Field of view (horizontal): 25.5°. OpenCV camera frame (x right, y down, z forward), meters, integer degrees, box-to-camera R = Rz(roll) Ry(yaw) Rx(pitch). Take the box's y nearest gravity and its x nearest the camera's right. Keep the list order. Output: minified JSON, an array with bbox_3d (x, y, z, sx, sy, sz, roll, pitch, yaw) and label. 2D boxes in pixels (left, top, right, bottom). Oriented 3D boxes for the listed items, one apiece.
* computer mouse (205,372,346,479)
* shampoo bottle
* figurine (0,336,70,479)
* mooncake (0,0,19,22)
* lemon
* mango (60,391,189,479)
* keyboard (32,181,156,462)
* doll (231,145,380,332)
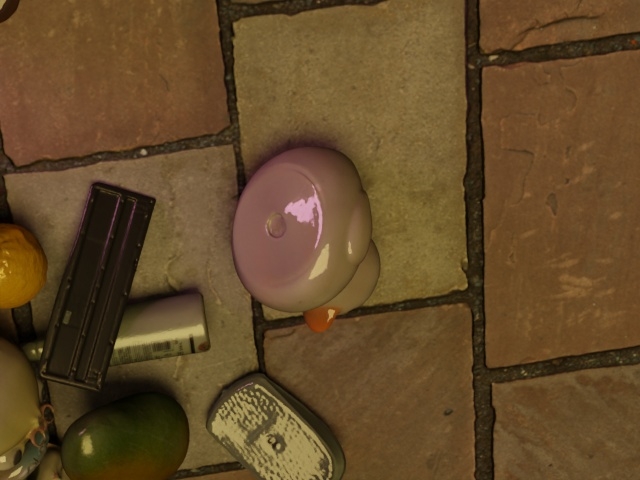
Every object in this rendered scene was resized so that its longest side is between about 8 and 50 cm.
[{"bbox_3d":[-0.063,0.297,2.108,0.128,0.079,0.231,-41,101,8],"label":"computer mouse"},{"bbox_3d":[-0.288,0.134,1.972,0.262,0.085,0.085,-9,118,-6],"label":"shampoo bottle"},{"bbox_3d":[-0.461,0.292,1.988,0.274,0.227,0.394,-4,141,31],"label":"figurine"},{"bbox_3d":[-0.471,-0.385,1.614,0.323,0.187,0.324,-5,116,-10],"label":"mooncake"},{"bbox_3d":[-0.421,0.032,1.864,0.114,0.155,0.114,-2,75,6],"label":"lemon"},{"bbox_3d":[-0.274,0.291,1.985,0.114,0.251,0.156,43,106,17],"label":"mango"},{"bbox_3d":[-0.313,0.116,1.900,0.103,0.041,0.381,17,80,-20],"label":"keyboard"},{"bbox_3d":[0.000,0.000,1.918,0.221,0.221,0.251,5,88,-13],"label":"doll"}]
